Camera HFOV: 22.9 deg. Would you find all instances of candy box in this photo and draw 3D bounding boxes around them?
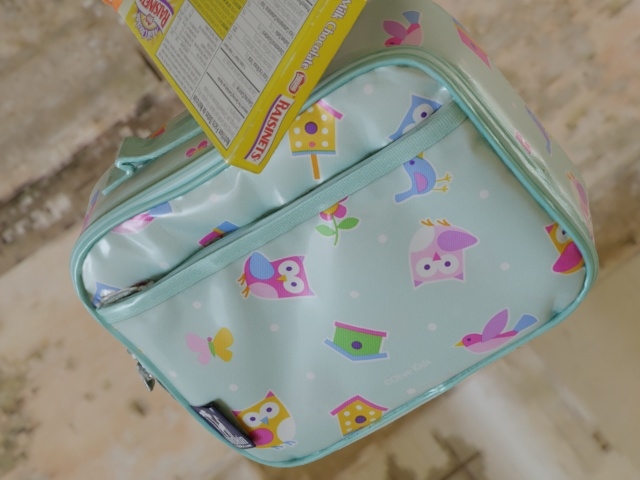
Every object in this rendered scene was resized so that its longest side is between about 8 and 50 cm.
[{"bbox_3d":[-0.049,-0.126,0.848,0.027,0.206,0.105,20,109,-33],"label":"candy box"}]

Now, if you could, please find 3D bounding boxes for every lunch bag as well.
[{"bbox_3d":[0.000,0.000,0.921,0.279,0.224,0.108,-31,-150,21],"label":"lunch bag"}]

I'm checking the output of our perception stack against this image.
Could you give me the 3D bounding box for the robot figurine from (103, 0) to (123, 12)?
[{"bbox_3d":[-0.199,-0.306,1.590,0.128,0.219,0.158,-43,168,-28],"label":"robot figurine"}]
